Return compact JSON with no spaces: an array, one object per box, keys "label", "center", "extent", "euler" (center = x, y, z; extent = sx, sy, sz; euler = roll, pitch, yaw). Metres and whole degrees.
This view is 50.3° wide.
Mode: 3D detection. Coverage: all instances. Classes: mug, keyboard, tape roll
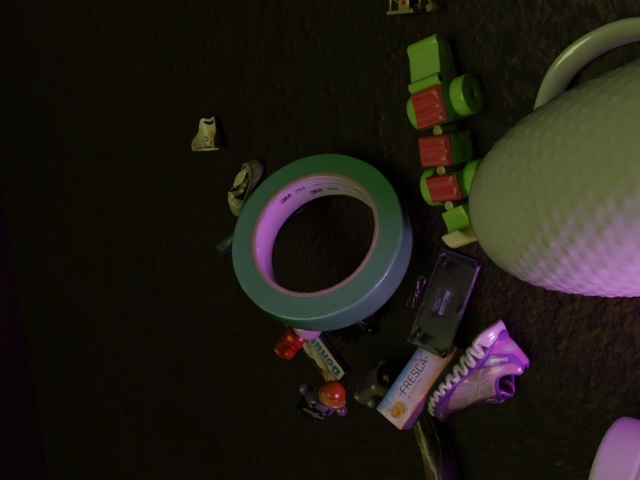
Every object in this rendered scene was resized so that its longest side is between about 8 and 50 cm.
[{"label":"mug","center":[0.369,-0.110,0.865],"extent":[0.328,0.276,0.373],"euler":[-17,61,53]},{"label":"keyboard","center":[0.205,0.104,1.192],"extent":[0.108,0.023,0.180],"euler":[21,93,32]},{"label":"tape roll","center":[0.000,0.000,1.227],"extent":[0.322,0.077,0.321],"euler":[-9,65,19]}]

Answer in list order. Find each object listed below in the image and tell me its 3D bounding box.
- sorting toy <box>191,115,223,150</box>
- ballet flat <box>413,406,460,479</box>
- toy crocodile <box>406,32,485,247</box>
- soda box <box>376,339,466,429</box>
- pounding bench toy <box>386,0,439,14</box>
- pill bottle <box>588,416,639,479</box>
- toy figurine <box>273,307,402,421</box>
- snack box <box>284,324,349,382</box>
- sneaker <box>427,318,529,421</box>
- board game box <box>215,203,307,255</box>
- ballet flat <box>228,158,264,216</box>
[{"label":"sorting toy","center":[-0.256,-0.246,1.565],"extent":[0.083,0.045,0.075],"euler":[2,97,45]},{"label":"ballet flat","center":[0.205,0.382,1.279],"extent":[0.058,0.084,0.249],"euler":[-17,86,32]},{"label":"toy crocodile","center":[0.201,-0.158,1.097],"extent":[0.115,0.105,0.340],"euler":[-6,98,45]},{"label":"soda box","center":[0.181,0.250,1.226],"extent":[0.063,0.058,0.183],"euler":[38,98,30]},{"label":"pounding bench toy","center":[0.154,-0.401,1.103],"extent":[0.083,0.052,0.065],"euler":[11,110,42]},{"label":"pill bottle","center":[0.552,0.363,0.833],"extent":[0.392,0.224,0.223],"euler":[9,109,42]},{"label":"toy figurine","center":[0.038,0.221,1.289],"extent":[0.148,0.213,0.209],"euler":[-50,54,51]},{"label":"snack box","center":[-0.009,0.232,1.485],"extent":[0.178,0.022,0.064],"euler":[51,131,21]},{"label":"sneaker","center":[0.273,0.248,1.171],"extent":[0.104,0.095,0.236],"euler":[41,127,18]},{"label":"board game box","center":[-0.127,-0.028,1.444],"extent":[0.186,0.126,0.026],"euler":[-36,77,44]},{"label":"ballet flat","center":[-0.179,-0.117,1.520],"extent":[0.057,0.052,0.168],"euler":[48,131,22]}]
